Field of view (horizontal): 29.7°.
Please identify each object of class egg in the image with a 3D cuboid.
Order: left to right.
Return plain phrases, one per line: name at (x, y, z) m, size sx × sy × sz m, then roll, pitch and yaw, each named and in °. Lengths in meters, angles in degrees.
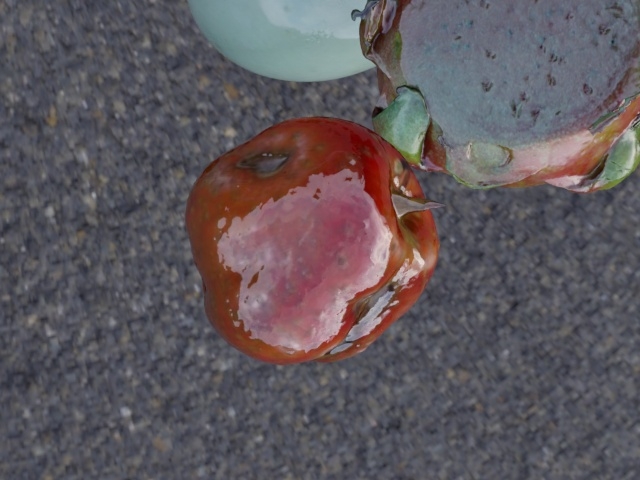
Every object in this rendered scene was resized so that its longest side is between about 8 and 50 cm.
egg at (0.001, -0.326, 1.406) m, size 0.276 × 0.389 × 0.276 m, roll 9°, pitch 77°, yaw -44°

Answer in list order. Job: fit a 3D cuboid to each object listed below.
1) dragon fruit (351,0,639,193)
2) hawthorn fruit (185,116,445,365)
dragon fruit at (0.179, -0.167, 1.054) m, size 0.295 × 0.268 × 0.130 m, roll -23°, pitch 164°, yaw 9°
hawthorn fruit at (0.000, 0.000, 0.418) m, size 0.093 × 0.093 × 0.093 m, roll -7°, pitch 118°, yaw -15°
